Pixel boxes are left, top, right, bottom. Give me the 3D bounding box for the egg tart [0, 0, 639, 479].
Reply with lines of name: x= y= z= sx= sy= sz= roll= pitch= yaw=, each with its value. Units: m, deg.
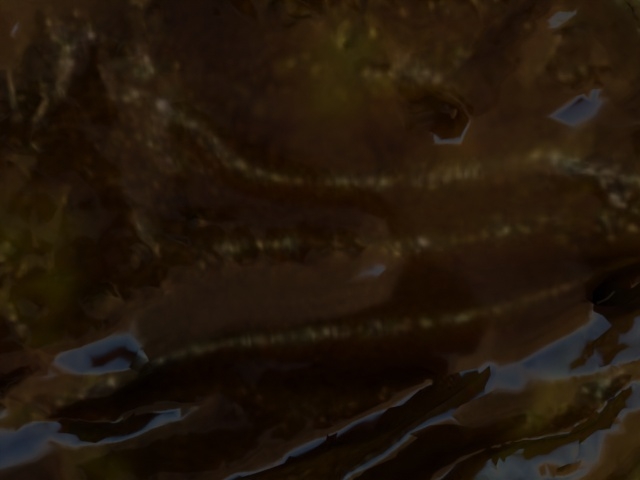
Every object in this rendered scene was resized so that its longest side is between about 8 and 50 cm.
egg tart: x=0.000 y=0.000 z=0.655 sx=0.339 sy=0.153 sz=0.351 roll=41 pitch=-82 yaw=1
